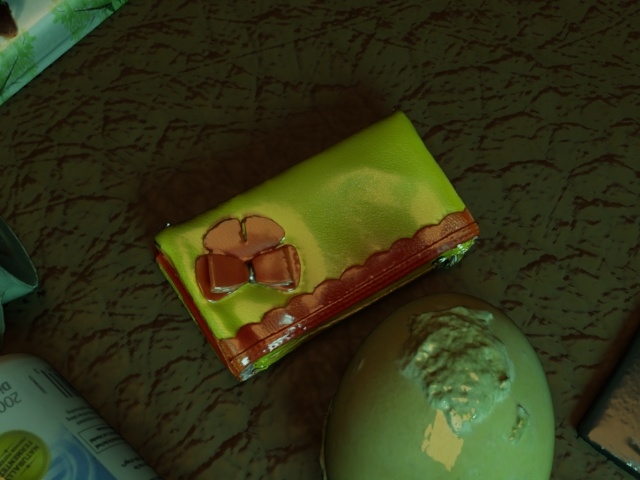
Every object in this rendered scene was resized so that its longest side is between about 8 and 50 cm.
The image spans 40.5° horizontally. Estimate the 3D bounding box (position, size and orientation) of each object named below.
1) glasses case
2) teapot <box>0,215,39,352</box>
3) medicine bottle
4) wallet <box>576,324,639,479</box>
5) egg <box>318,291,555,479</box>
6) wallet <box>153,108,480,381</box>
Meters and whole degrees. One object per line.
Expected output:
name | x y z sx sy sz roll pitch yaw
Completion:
glasses case | -0.286 -0.186 0.763 0.095 0.062 0.272 40 72 12
teapot | -0.314 0.024 0.635 0.149 0.162 0.239 -38 67 -6
medicine bottle | -0.149 0.219 0.558 0.289 0.157 0.157 41 72 13
wallet | 0.317 0.093 0.700 0.124 0.025 0.244 36 72 11
egg | 0.081 0.133 0.604 0.164 0.164 0.201 15 69 3
wallet | 0.000 0.000 0.701 0.241 0.067 0.141 -29 75 -14
